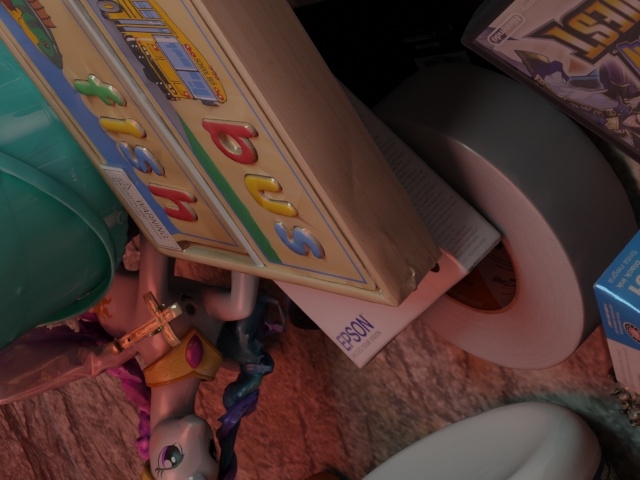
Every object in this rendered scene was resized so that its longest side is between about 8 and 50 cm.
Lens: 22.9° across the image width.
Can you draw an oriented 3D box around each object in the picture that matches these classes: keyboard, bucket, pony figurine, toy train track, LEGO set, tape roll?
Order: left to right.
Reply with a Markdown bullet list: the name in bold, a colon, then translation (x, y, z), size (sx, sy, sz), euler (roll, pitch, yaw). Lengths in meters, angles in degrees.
- **bucket**: translation (-0.289, -0.032, 1.195), size (0.281, 0.183, 0.281), euler (30, 136, 35)
- **pony figurine**: translation (-0.165, 0.064, 1.414), size (0.351, 0.303, 0.363), euler (25, 116, 57)
- **toy train track**: translation (-0.142, 0.072, 1.266), size (0.083, 0.014, 0.048), euler (-33, 87, 33)
- **keyboard**: translation (0.073, -0.163, 1.081), size (0.317, 0.033, 0.201), euler (-1, 126, 54)
- **tape roll**: translation (0.113, -0.015, 1.106), size (0.219, 0.072, 0.219), euler (35, 150, 24)
- **LEGO set**: translation (0.235, 0.124, 1.142), size (0.083, 0.023, 0.054), euler (29, 141, 36)

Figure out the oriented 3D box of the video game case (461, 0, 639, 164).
- **video game case**: translation (0.238, -0.104, 0.815), size (0.248, 0.035, 0.275), euler (33, 150, -9)

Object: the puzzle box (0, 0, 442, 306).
- **puzzle box**: translation (-0.116, -0.132, 0.990), size (0.272, 0.052, 0.409), euler (10, 141, 49)

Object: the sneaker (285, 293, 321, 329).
- **sneaker**: translation (0.000, 0.000, 1.324), size (0.209, 0.069, 0.082), euler (88, 173, -57)

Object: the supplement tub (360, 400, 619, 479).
- **supplement tub**: translation (0.167, 0.314, 1.215), size (0.235, 0.235, 0.324), euler (-14, 108, 58)

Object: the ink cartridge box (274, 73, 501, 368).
- **ink cartridge box**: translation (-0.003, -0.029, 1.121), size (0.224, 0.045, 0.223), euler (46, 152, 4)

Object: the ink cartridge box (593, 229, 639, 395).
- **ink cartridge box**: translation (0.270, 0.077, 0.957), size (0.191, 0.082, 0.139), euler (35, 165, 32)

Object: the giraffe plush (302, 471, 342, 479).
- **giraffe plush**: translation (0.003, 0.360, 1.551), size (0.181, 0.170, 0.210), euler (21, 136, 43)
